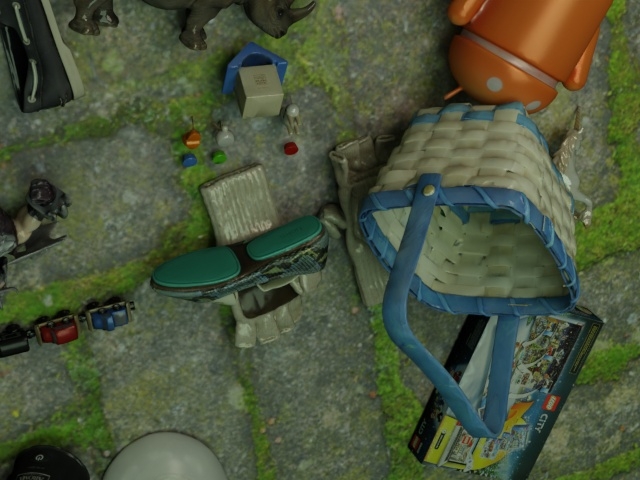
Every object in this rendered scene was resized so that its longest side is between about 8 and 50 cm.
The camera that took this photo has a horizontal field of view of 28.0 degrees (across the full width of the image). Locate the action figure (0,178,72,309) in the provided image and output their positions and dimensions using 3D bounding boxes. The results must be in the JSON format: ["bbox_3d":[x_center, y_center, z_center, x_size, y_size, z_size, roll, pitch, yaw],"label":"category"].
[{"bbox_3d":[-0.334,-0.051,1.183,0.185,0.099,0.285,-23,124,-22],"label":"action figure"}]

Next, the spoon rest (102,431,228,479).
[{"bbox_3d":[-0.129,0.324,1.461,0.137,0.084,0.276,-46,109,0],"label":"spoon rest"}]

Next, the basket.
[{"bbox_3d":[0.152,0.026,1.302,0.201,0.289,0.254,-6,142,27],"label":"basket"}]

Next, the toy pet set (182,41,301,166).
[{"bbox_3d":[-0.079,-0.137,1.286,0.122,0.065,0.114,-7,150,-17],"label":"toy pet set"}]

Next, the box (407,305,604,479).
[{"bbox_3d":[0.223,0.174,1.550,0.159,0.044,0.233,16,106,-28],"label":"box"}]

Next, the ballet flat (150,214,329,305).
[{"bbox_3d":[-0.078,0.034,1.313,0.188,0.070,0.070,-17,119,-6],"label":"ballet flat"}]

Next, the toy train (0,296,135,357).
[{"bbox_3d":[-0.264,0.089,1.308,0.158,0.036,0.027,-15,118,-16],"label":"toy train"}]

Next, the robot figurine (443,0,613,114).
[{"bbox_3d":[0.217,-0.221,1.320,0.219,0.128,0.158,-60,158,10],"label":"robot figurine"}]

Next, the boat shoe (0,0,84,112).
[{"bbox_3d":[-0.276,-0.205,1.149,0.065,0.075,0.206,-28,125,-13],"label":"boat shoe"}]

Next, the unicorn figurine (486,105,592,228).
[{"bbox_3d":[0.260,-0.057,1.452,0.162,0.060,0.111,-33,122,-7],"label":"unicorn figurine"}]

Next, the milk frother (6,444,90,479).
[{"bbox_3d":[-0.303,0.313,1.335,0.129,0.134,0.143,-15,119,19],"label":"milk frother"}]

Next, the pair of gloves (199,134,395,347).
[{"bbox_3d":[0.000,0.000,1.379,0.240,0.042,0.204,-16,118,-17],"label":"pair of gloves"}]

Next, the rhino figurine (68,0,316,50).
[{"bbox_3d":[-0.112,-0.236,1.206,0.243,0.073,0.106,3,114,-26],"label":"rhino figurine"}]
